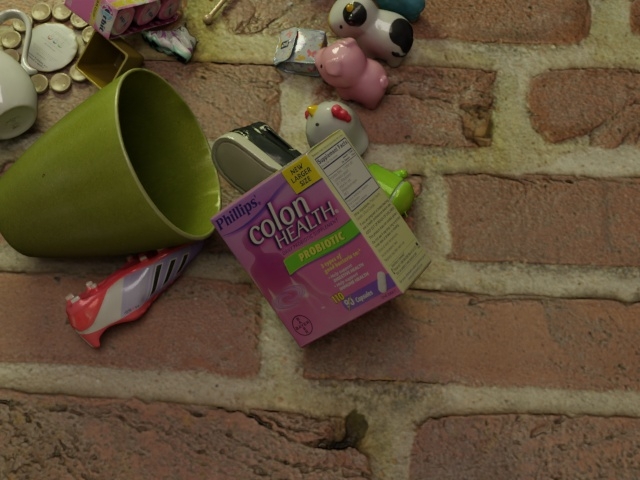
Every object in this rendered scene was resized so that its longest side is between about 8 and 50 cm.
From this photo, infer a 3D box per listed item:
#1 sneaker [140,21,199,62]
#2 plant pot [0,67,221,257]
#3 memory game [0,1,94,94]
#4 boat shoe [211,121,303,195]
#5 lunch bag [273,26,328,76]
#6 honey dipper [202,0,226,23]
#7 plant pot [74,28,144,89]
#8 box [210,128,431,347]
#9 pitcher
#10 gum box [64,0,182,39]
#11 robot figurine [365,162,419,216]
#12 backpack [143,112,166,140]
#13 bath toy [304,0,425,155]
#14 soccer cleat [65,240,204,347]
[{"bbox_3d":[-0.259,-0.359,1.819,0.098,0.038,0.069,29,71,2],"label":"sneaker"},{"bbox_3d":[-0.349,-0.082,1.606,0.294,0.275,0.274,-21,69,20],"label":"plant pot"},{"bbox_3d":[-0.473,-0.338,1.827,0.186,0.012,0.186,0,70,1],"label":"memory game"},{"bbox_3d":[-0.016,-0.067,1.667,0.340,0.127,0.113,37,46,8],"label":"boat shoe"},{"bbox_3d":[-0.036,-0.327,1.794,0.083,0.053,0.071,10,69,14],"label":"lunch bag"},{"bbox_3d":[-0.156,-0.446,1.853,0.030,0.030,0.160,33,78,12],"label":"honey dipper"},{"bbox_3d":[-0.349,-0.304,1.769,0.081,0.083,0.081,41,112,14],"label":"plant pot"},{"bbox_3d":[0.000,0.000,1.539,0.243,0.214,0.117,56,35,-5],"label":"box"},{"bbox_3d":[-0.539,-0.286,1.749,0.178,0.125,0.207,-32,70,-8],"label":"pitcher"},{"bbox_3d":[-0.329,-0.414,1.777,0.107,0.062,0.188,38,36,14],"label":"gum box"},{"bbox_3d":[0.102,-0.081,1.692,0.115,0.067,0.101,30,61,11],"label":"robot figurine"},{"bbox_3d":[-0.299,-0.216,1.733,0.120,0.101,0.097,13,64,10],"label":"backpack"},{"bbox_3d":[0.061,-0.302,1.742,0.152,0.129,0.348,19,72,8],"label":"bath toy"},{"bbox_3d":[-0.285,0.072,1.649,0.248,0.083,0.095,-32,109,-19],"label":"soccer cleat"}]
